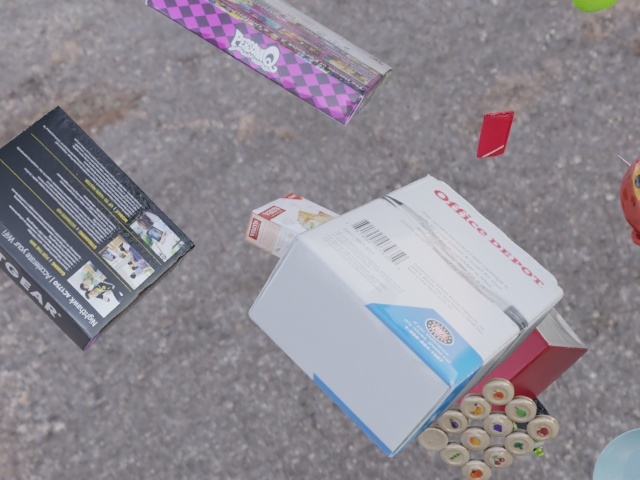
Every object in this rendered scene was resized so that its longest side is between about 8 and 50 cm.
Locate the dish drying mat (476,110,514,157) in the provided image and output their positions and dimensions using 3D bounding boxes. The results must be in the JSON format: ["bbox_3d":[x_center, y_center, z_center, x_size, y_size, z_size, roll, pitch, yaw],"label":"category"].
[{"bbox_3d":[0.183,-0.110,1.105,0.032,0.083,0.008,-6,66,-1],"label":"dish drying mat"}]

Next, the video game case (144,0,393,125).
[{"bbox_3d":[-0.044,-0.211,1.102,0.042,0.232,0.210,-59,-1,20],"label":"video game case"}]

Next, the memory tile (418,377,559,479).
[{"bbox_3d":[0.200,0.231,1.270,0.148,0.113,0.012,-42,15,31],"label":"memory tile"}]

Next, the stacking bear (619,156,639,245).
[{"bbox_3d":[0.490,-0.079,1.245,0.289,0.164,0.175,-19,68,39],"label":"stacking bear"}]

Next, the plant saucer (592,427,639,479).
[{"bbox_3d":[0.479,0.343,1.467,0.195,0.195,0.037,-6,11,28],"label":"plant saucer"}]

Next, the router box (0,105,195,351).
[{"bbox_3d":[-0.220,-0.013,0.930,0.133,0.179,0.046,-45,1,-31],"label":"router box"}]

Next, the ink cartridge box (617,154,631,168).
[{"bbox_3d":[0.595,0.055,1.645,0.091,0.308,0.385,-43,26,12],"label":"ink cartridge box"}]

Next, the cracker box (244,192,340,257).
[{"bbox_3d":[0.000,0.000,1.929,0.232,0.067,0.155,25,25,19],"label":"cracker box"}]

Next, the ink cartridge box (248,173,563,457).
[{"bbox_3d":[0.106,0.070,1.188,0.223,0.129,0.307,43,34,15],"label":"ink cartridge box"}]

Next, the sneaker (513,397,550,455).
[{"bbox_3d":[0.354,0.303,1.989,0.084,0.097,0.235,-15,51,-13],"label":"sneaker"}]

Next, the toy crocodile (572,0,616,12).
[{"bbox_3d":[0.354,-0.487,1.500,0.105,0.341,0.115,-13,25,12],"label":"toy crocodile"}]

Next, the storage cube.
[{"bbox_3d":[0.313,0.179,1.842,0.193,0.215,0.184,-46,61,21],"label":"storage cube"}]
